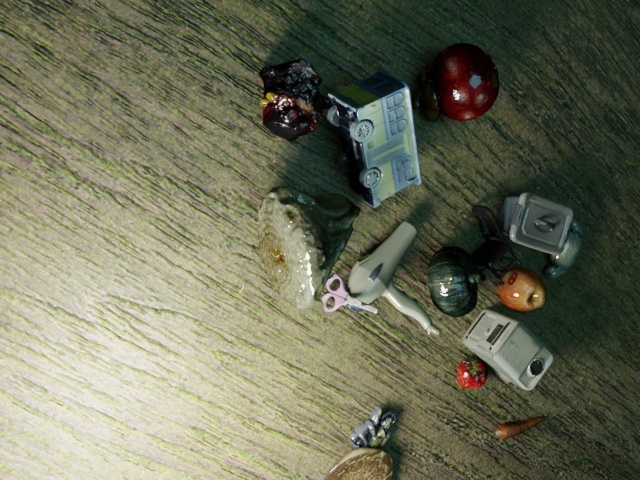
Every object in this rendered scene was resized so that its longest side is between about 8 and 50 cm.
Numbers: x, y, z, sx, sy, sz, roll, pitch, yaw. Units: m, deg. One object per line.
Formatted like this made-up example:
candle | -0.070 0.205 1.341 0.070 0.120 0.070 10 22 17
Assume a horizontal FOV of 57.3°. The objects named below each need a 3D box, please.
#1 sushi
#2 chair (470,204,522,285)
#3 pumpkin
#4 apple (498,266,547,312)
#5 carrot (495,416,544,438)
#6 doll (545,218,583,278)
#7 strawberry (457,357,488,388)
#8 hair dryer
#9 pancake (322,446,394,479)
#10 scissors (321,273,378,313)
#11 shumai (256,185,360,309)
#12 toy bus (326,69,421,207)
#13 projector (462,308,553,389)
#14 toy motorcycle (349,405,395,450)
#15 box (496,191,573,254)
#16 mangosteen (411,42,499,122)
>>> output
sushi | -0.073 -0.342 1.512 0.172 0.153 0.150 43 59 -41
chair | 0.516 0.015 1.823 0.113 0.106 0.229 -42 108 -14
pumpkin | 0.399 0.121 1.742 0.152 0.211 0.212 -13 104 15
apple | 0.652 0.162 1.883 0.146 0.131 0.146 -5 105 -20
carrot | 0.691 0.640 2.015 0.216 0.048 0.048 -6 100 -26
doll | 0.822 0.032 1.964 0.103 0.071 0.214 18 94 -22
strawberry | 0.485 0.430 1.877 0.106 0.106 0.106 -3 98 -21
hair dryer | 0.237 0.094 1.691 0.298 0.119 0.296 18 79 0
pancake | 0.111 0.721 1.766 0.250 0.031 0.250 -9 116 -19
scissors | 0.079 0.164 1.614 0.021 0.212 0.110 14 93 -40
shumai | 0.000 0.000 1.530 0.263 0.309 0.304 -20 67 -30
toy bus | 0.148 -0.266 1.560 0.190 0.152 0.312 -28 130 -16
projector | 0.603 0.350 1.864 0.242 0.177 0.163 44 82 -22
toy motorcycle | 0.147 0.592 1.777 0.124 0.061 0.193 24 96 -30
box | 0.681 -0.055 1.865 0.227 0.130 0.162 15 91 -24
mangosteen | 0.375 -0.432 1.666 0.257 0.215 0.215 -28 109 16
